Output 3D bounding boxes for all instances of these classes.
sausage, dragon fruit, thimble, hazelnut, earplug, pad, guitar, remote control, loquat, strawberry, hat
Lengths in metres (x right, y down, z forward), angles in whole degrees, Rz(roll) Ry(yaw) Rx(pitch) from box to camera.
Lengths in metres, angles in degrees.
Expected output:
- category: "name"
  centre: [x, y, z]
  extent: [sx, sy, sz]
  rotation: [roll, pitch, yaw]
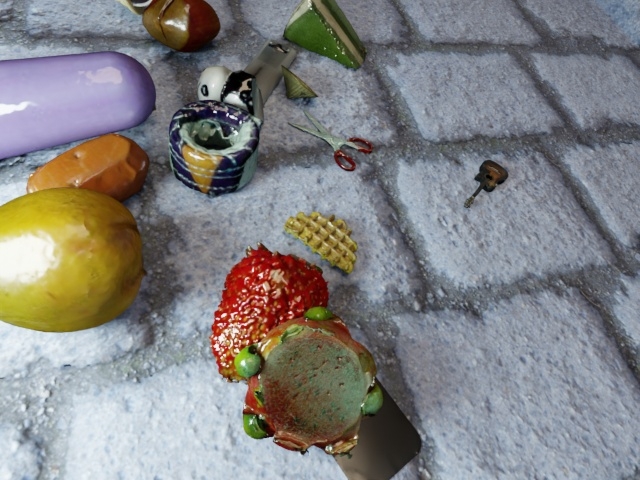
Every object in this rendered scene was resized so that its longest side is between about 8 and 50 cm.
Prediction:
- category: "sausage"
  centre: [-0.507, -0.139, 1.041]
  extent: [0.153, 0.141, 0.268]
  rotation: [40, 56, 11]
- category: "dragon fruit"
  centre: [-0.025, 0.265, 0.875]
  extent: [0.295, 0.130, 0.268]
  rotation: [32, 85, -13]
- category: "thimble"
  centre: [-0.259, -0.237, 1.168]
  extent: [0.237, 0.150, 0.237]
  rotation: [8, 54, -11]
- category: "hazelnut"
  centre: [-0.409, -0.662, 1.385]
  extent: [0.212, 0.181, 0.180]
  rotation: [25, 77, 13]
- category: "earplug"
  centre: [-0.602, -0.309, 1.030]
  extent: [0.456, 0.215, 0.215]
  rotation: [-14, 62, -10]
- category: "pad"
  centre: [0.073, 0.360, 0.959]
  extent: [0.181, 0.004, 0.267]
  rotation: [-27, 68, -28]
- category: "guitar"
  centre: [0.488, -0.164, 1.399]
  extent: [0.088, 0.025, 0.233]
  rotation: [39, 57, 11]
- category: "remote control"
  centre: [-0.173, -0.534, 1.439]
  extent: [0.109, 0.055, 0.313]
  rotation: [23, 54, 0]
- category: "loquat"
  centre: [-0.473, 0.041, 0.853]
  extent: [0.284, 0.276, 0.276]
  rotation: [-4, 59, -29]
- category: "strawberry"
  centre: [-0.101, 0.146, 0.973]
  extent: [0.234, 0.137, 0.306]
  rotation: [17, 54, -6]
- category: "hat"
  centre: [-0.082, -0.462, 1.419]
  extent: [0.146, 0.067, 0.146]
  rotation: [38, 17, -13]

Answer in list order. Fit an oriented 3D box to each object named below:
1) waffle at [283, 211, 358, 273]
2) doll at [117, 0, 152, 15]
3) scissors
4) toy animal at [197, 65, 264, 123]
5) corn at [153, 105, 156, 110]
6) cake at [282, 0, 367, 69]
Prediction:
- category: "waffle"
  centre: [0.000, 0.000, 1.147]
  extent: [0.192, 0.046, 0.160]
  rotation: [9, 56, -8]
- category: "doll"
  centre: [-0.500, -0.803, 1.400]
  extent: [0.208, 0.271, 0.143]
  rotation: [-4, 76, -33]
- category: "scissors"
  centre: [0.025, -0.303, 1.370]
  extent: [0.248, 0.017, 0.144]
  rotation: [35, 55, 10]
- category: "toy animal"
  centre: [-0.251, -0.395, 1.282]
  extent: [0.179, 0.166, 0.138]
  rotation: [13, 54, 7]
- category: "corn"
  centre: [-0.586, -0.358, 1.179]
  extent: [0.322, 0.119, 0.119]
  rotation: [-2, 58, -11]
- category: "cake"
  centre: [0.042, -0.717, 1.550]
  extent: [0.284, 0.172, 0.158]
  rotation: [28, 57, 1]
